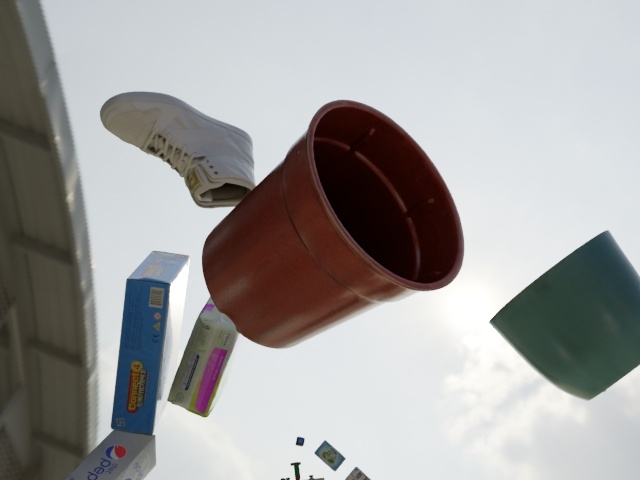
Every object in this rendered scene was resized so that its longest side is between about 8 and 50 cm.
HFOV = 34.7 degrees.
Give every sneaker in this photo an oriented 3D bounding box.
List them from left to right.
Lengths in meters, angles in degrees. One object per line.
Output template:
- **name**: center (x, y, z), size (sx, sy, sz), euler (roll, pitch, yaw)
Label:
- **sneaker**: center (-0.238, -0.151, 1.778), size (0.292, 0.169, 0.108), euler (15, -50, -27)

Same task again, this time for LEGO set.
- **LEGO set**: center (-0.001, 0.635, 2.696), size (0.244, 0.182, 0.060), euler (40, -24, 6)

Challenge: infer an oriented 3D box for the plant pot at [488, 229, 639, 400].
- **plant pot**: center (0.508, 0.161, 1.953), size (0.235, 0.293, 0.293), euler (53, -30, 14)

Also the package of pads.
- **package of pads**: center (-0.218, 0.214, 2.173), size (0.101, 0.296, 0.229), euler (22, -68, 1)

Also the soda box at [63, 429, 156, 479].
- **soda box**: center (-0.460, 0.512, 2.159), size (0.098, 0.286, 0.091), euler (15, -59, 18)

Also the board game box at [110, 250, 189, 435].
- **board game box**: center (-0.345, 0.199, 2.096), size (0.086, 0.308, 0.302), euler (8, 9, -2)

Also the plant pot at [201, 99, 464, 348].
- **plant pot**: center (0.000, 0.000, 1.345), size (0.272, 0.272, 0.265), euler (40, -51, -20)
